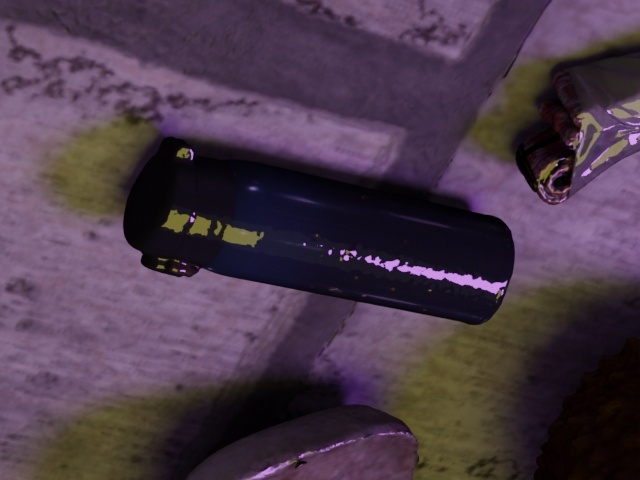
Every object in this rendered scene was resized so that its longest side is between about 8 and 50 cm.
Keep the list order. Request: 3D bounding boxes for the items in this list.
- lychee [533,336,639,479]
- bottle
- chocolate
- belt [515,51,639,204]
[{"bbox_3d":[0.257,0.193,1.265,0.271,0.271,0.271,-10,131,-11],"label":"lychee"},{"bbox_3d":[0.000,0.000,1.108,0.244,0.072,0.082,13,100,-27],"label":"bottle"},{"bbox_3d":[-0.032,0.235,1.277,0.185,0.100,0.303,-15,135,-21],"label":"chocolate"},{"bbox_3d":[0.227,-0.099,1.120,0.232,0.053,0.071,-26,132,0],"label":"belt"}]
